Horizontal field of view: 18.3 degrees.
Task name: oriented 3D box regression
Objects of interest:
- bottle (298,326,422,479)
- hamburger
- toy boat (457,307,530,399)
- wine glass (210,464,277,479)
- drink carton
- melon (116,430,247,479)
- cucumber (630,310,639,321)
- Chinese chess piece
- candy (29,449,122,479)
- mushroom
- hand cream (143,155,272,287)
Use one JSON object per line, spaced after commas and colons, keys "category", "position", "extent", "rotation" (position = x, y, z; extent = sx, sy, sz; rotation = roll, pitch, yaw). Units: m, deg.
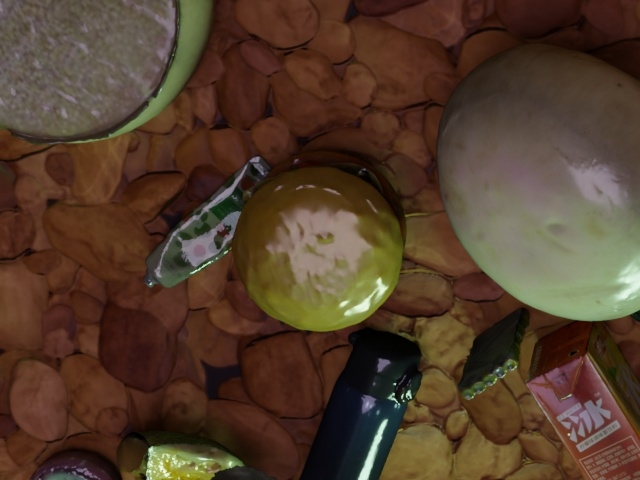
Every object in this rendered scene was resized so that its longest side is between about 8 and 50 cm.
{"category": "bottle", "position": [0.030, 0.198, 1.869], "extent": [0.082, 0.072, 0.244], "rotation": [33, 118, 31]}
{"category": "hamburger", "position": [0.000, 0.000, 1.774], "extent": [0.162, 0.115, 0.162], "rotation": [2, 109, 7]}
{"category": "toy boat", "position": [0.157, 0.100, 1.780], "extent": [0.063, 0.115, 0.016], "rotation": [-37, 99, 23]}
{"category": "wine glass", "position": [-0.079, 0.332, 1.929], "extent": [0.074, 0.074, 0.262], "rotation": [12, 128, 8]}
{"category": "drink carton", "position": [0.273, 0.184, 1.799], "extent": [0.071, 0.096, 0.223], "rotation": [-29, 104, 21]}
{"category": "melon", "position": [-0.133, 0.235, 1.926], "extent": [0.128, 0.079, 0.160], "rotation": [-5, 123, -12]}
{"category": "cucumber", "position": [0.382, 0.087, 1.754], "extent": [0.211, 0.062, 0.078], "rotation": [29, 114, 0]}
{"category": "Chinese chess piece", "position": [-0.225, -0.218, 1.742], "extent": [0.270, 0.112, 0.270], "rotation": [4, 111, 11]}
{"category": "candy", "position": [-0.241, 0.258, 1.971], "extent": [0.103, 0.043, 0.103], "rotation": [5, 111, 13]}
{"category": "mushroom", "position": [0.221, -0.057, 1.671], "extent": [0.246, 0.202, 0.246], "rotation": [41, 149, 32]}
{"category": "hand cream", "position": [-0.101, -0.010, 1.844], "extent": [0.165, 0.037, 0.057], "rotation": [-38, 99, 17]}
